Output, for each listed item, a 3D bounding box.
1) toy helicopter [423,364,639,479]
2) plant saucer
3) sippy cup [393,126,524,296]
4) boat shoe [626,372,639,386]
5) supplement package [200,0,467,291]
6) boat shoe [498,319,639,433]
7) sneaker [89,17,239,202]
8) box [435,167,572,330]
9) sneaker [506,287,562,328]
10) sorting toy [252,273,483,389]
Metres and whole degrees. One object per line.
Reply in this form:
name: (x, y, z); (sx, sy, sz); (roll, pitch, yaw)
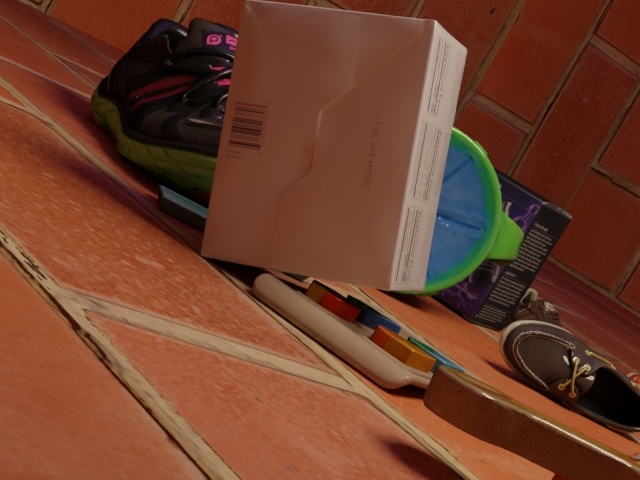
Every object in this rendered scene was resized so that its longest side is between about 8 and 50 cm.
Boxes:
toy helicopter: (0.244, 0.185, 1.059); (0.355, 0.140, 0.235); (27, 5, -1)
plant saucer: (-0.097, -0.006, 1.510); (0.192, 0.018, 0.067); (27, 8, -15)
sippy cup: (0.110, -0.046, 1.866); (0.305, 0.240, 0.224); (55, -6, -5)
boat shoe: (0.486, 0.220, 1.898); (0.137, 0.049, 0.043); (22, 1, -26)
supplement package: (0.016, -0.093, 1.373); (0.204, 0.262, 0.145); (10, 0, 18)
boat shoe: (0.323, 0.169, 1.675); (0.228, 0.081, 0.068); (29, 3, -22)
sneaker: (-0.156, -0.175, 1.707); (0.185, 0.202, 0.483); (23, 9, -36)
box: (0.243, 0.005, 1.999); (0.153, 0.207, 0.108); (34, 9, 35)
sneaker: (0.333, 0.125, 2.063); (0.066, 0.071, 0.188); (27, 7, -22)
sorting toy: (0.056, 0.092, 1.331); (0.193, 0.038, 0.208); (34, 9, 30)
